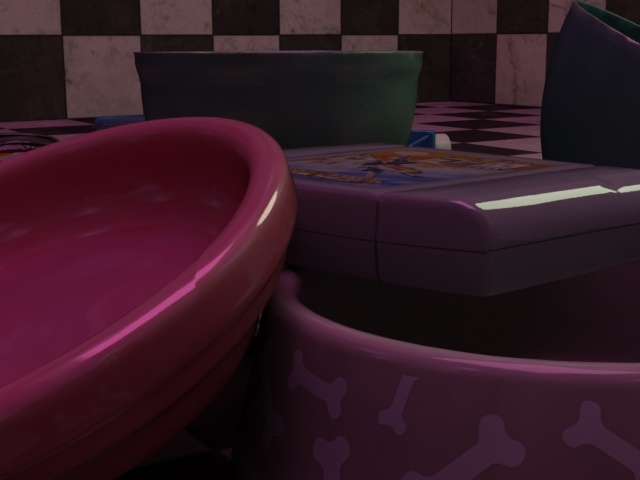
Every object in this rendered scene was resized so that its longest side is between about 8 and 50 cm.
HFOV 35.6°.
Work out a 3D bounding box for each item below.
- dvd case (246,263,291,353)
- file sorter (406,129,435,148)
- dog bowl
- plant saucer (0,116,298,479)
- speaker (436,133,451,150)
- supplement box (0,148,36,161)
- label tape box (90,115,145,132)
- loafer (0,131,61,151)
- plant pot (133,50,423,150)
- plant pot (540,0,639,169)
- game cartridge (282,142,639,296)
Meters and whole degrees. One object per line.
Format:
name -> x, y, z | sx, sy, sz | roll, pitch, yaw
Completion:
dvd case -> -0.055, 0.052, 0.852 | 0.165, 0.018, 0.221 | -6, 13, -27
file sorter -> 0.046, -0.073, 1.228 | 0.170, 0.118, 0.104 | 4, 15, 22
dog bowl -> 0.123, 0.070, 0.550 | 0.349, 0.102, 0.349 | 0, 12, 0
plant saucer -> -0.163, 0.042, 0.519 | 0.332, 0.084, 0.332 | -16, 25, 8
speaker -> 0.176, -0.172, 1.871 | 0.136, 0.055, 0.055 | -6, 13, -25
supplement box -> -0.236, 0.003, 0.777 | 0.194, 0.129, 0.191 | -2, 13, 9
label tape box -> -0.231, -0.130, 1.542 | 0.241, 0.105, 0.333 | -3, 12, -10
loafer -> -0.475, -0.067, 1.310 | 0.303, 0.109, 0.095 | -11, 34, -20
plant pot -> -0.041, -0.099, 1.036 | 0.293, 0.196, 0.293 | -1, 11, 0
plant pot -> 0.352, -0.102, 1.064 | 0.290, 0.195, 0.290 | 23, 22, -10
game cartridge -> 0.046, -0.024, 0.636 | 0.198, 0.062, 0.297 | -4, 11, -38
